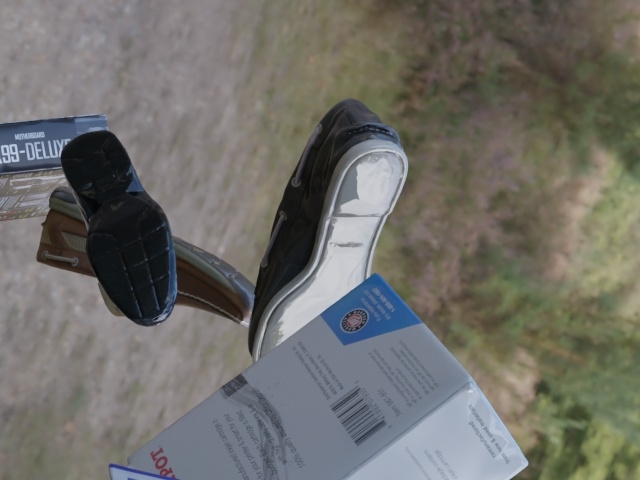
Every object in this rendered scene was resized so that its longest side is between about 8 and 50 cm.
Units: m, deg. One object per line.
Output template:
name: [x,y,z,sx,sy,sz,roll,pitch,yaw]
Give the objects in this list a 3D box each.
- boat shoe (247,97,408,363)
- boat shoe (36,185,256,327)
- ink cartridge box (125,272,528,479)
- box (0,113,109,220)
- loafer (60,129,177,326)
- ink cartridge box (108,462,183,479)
boat shoe: [0.000,0.000,1.504,0.335,0.112,0.095,-65,-147,35]
boat shoe: [-0.210,0.043,1.713,0.116,0.324,0.123,-64,152,-2]
ink cartridge box: [-0.002,0.205,1.305,0.307,0.223,0.129,-37,122,-2]
box: [-0.458,-0.095,2.060,0.307,0.243,0.076,-31,-110,64]
loafer: [-0.137,-0.003,1.012,0.061,0.062,0.170,76,-7,-54]
ink cartridge box: [0.011,0.283,0.895,0.072,0.304,0.307,-65,-157,15]
